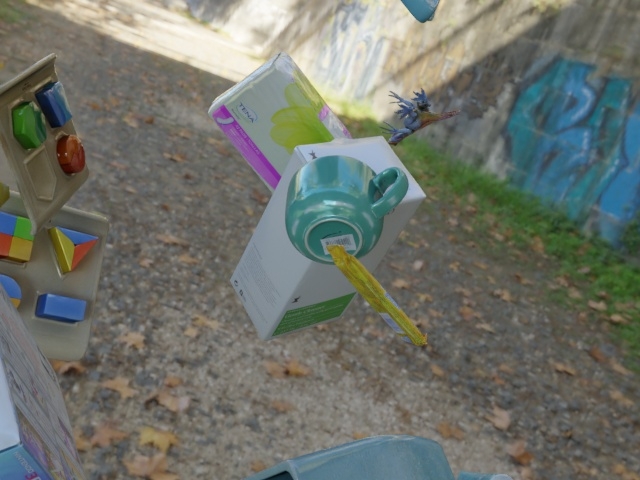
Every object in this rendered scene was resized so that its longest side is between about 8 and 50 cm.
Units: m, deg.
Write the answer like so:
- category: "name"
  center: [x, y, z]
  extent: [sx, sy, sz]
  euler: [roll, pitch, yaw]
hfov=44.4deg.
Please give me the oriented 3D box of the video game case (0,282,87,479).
- category: "video game case"
  center: [-0.308, 0.173, 0.792]
  extent: [0.061, 0.270, 0.244]
  euler: [-22, 53, -14]

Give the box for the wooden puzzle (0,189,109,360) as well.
- category: "wooden puzzle"
  center: [-0.641, 0.078, 1.757]
  extent: [0.322, 0.348, 0.080]
  euler: [18, -16, -38]

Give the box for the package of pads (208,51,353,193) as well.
- category: "package of pads"
  center: [-0.082, -0.256, 1.802]
  extent: [0.297, 0.229, 0.101]
  euler: [50, 31, -17]

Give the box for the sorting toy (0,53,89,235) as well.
- category: "sorting toy"
  center: [-0.424, -0.130, 1.163]
  extent: [0.041, 0.229, 0.307]
  euler: [-2, 27, 8]

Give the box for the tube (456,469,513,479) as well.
- category: "tube"
  center: [0.258, 0.418, 1.303]
  extent: [0.052, 0.080, 0.207]
  euler: [35, -21, -1]

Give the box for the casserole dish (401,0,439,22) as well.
- category: "casserole dish"
  center: [0.169, -0.496, 1.465]
  extent: [0.188, 0.037, 0.114]
  euler: [45, 47, -24]

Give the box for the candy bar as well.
- category: "candy bar"
  center: [0.063, 0.062, 0.865]
  extent: [0.161, 0.018, 0.040]
  euler: [48, -22, -22]

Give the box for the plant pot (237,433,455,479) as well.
- category: "plant pot"
  center: [0.064, 0.394, 1.077]
  extent: [0.252, 0.247, 0.248]
  euler: [-15, 74, -29]

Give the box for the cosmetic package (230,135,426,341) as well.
- category: "cosmetic package"
  center: [0.000, 0.000, 1.377]
  extent: [0.196, 0.366, 0.155]
  euler: [-13, 59, -35]

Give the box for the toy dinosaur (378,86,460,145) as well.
- category: "toy dinosaur"
  center: [0.091, -0.113, 0.777]
  extent: [0.090, 0.047, 0.082]
  euler: [33, -11, 21]

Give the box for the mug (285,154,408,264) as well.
- category: "mug"
  center: [0.025, -0.040, 1.014]
  extent: [0.129, 0.158, 0.097]
  euler: [23, 40, -17]
